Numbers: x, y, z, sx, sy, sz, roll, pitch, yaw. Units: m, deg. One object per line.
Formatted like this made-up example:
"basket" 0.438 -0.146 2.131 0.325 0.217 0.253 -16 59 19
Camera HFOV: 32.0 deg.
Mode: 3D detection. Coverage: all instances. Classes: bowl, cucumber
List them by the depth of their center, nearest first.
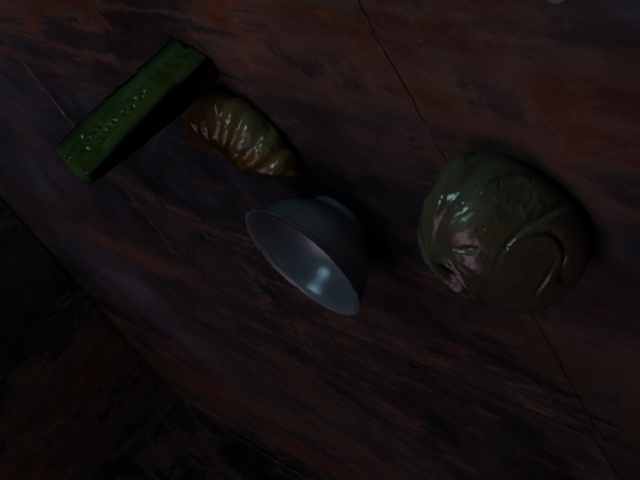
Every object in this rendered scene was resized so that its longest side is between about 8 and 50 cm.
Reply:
"cucumber" -0.214 -0.143 1.316 0.078 0.211 0.062 29 156 28
"bowl" 0.000 0.000 1.407 0.189 0.086 0.189 35 159 16

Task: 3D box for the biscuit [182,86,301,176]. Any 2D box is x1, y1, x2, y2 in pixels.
"biscuit" -0.114 -0.131 1.384 0.183 0.061 0.118 28 156 36

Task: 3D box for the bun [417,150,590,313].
"bun" 0.160 0.003 1.051 0.173 0.113 0.166 47 161 -21

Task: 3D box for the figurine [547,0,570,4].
"figurine" 0.125 -0.236 0.574 0.176 0.133 0.236 32 156 32
